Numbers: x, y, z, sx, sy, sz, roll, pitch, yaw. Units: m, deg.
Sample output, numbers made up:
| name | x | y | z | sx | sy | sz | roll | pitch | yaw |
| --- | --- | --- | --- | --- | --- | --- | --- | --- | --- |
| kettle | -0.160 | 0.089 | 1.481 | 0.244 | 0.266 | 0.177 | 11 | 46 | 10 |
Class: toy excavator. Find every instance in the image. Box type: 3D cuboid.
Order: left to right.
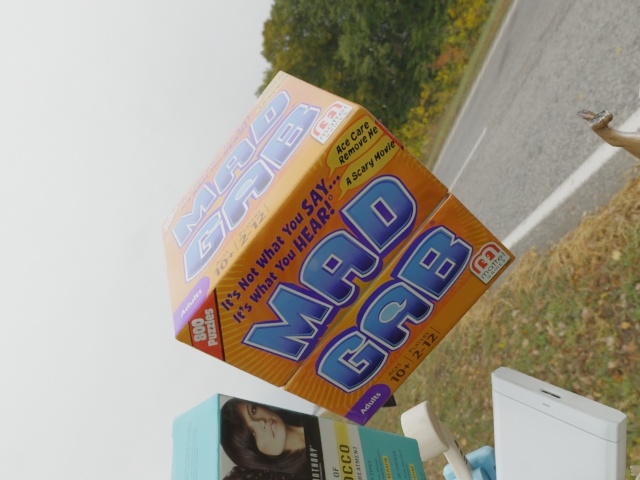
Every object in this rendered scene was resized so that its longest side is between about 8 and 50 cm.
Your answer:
| name | x | y | z | sx | sy | sz | roll | pitch | yaw |
| --- | --- | --- | --- | --- | --- | --- | --- | --- | --- |
| toy excavator | 0.405 | 0.645 | 1.316 | 0.222 | 0.446 | 0.432 | -37 | -23 | 17 |

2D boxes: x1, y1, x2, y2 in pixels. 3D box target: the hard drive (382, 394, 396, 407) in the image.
| name | x | y | z | sx | sy | sz | roll | pitch | yaw |
| --- | --- | --- | --- | --- | --- | --- | --- | --- | --- |
| hard drive | 0.075 | 0.252 | 1.073 | 0.172 | 0.054 | 0.254 | 70 | 168 | -16 |

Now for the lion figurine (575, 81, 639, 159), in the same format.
| name | x | y | z | sx | sy | sz | roll | pitch | yaw |
| --- | --- | --- | --- | --- | --- | --- | --- | --- | --- |
| lion figurine | 0.594 | -0.177 | 0.673 | 0.142 | 0.240 | 0.392 | -57 | 16 | -19 |

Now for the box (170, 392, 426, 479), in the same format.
| name | x | y | z | sx | sy | sz | roll | pitch | yaw |
| --- | --- | --- | --- | --- | --- | --- | --- | --- | --- |
| box | -0.002 | 0.204 | 0.397 | 0.060 | 0.244 | 0.101 | -36 | 44 | 30 |

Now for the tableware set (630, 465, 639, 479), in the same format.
| name | x | y | z | sx | sy | sz | roll | pitch | yaw |
| --- | --- | --- | --- | --- | --- | --- | --- | --- | --- |
| tableware set | 0.480 | 0.424 | 0.715 | 0.020 | 0.140 | 0.169 | 80 | 170 | -80 |

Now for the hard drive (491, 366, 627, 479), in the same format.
| name | x | y | z | sx | sy | sz | roll | pitch | yaw |
| --- | --- | --- | --- | --- | --- | --- | --- | --- | --- |
| hard drive | 0.432 | 0.437 | 0.896 | 0.233 | 0.047 | 0.354 | 12 | 115 | 54 |

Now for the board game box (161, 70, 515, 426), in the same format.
| name | x | y | z | sx | sy | sz | roll | pitch | yaw |
| --- | --- | --- | --- | --- | --- | --- | --- | --- | --- |
| board game box | 0.000 | 0.000 | 0.794 | 0.356 | 0.356 | 0.356 | -50 | 31 | 7 |
